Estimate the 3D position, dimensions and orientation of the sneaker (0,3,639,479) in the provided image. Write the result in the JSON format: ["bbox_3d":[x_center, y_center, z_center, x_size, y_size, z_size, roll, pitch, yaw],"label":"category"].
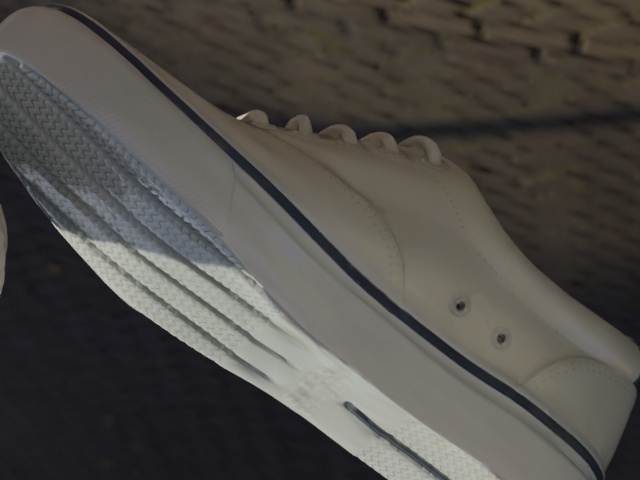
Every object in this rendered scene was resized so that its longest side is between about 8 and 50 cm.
[{"bbox_3d":[0.000,0.000,0.674,0.258,0.091,0.094,40,151,-13],"label":"sneaker"}]

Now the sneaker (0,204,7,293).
[{"bbox_3d":[-0.200,0.007,0.699,0.232,0.115,0.090,-23,146,32],"label":"sneaker"}]
